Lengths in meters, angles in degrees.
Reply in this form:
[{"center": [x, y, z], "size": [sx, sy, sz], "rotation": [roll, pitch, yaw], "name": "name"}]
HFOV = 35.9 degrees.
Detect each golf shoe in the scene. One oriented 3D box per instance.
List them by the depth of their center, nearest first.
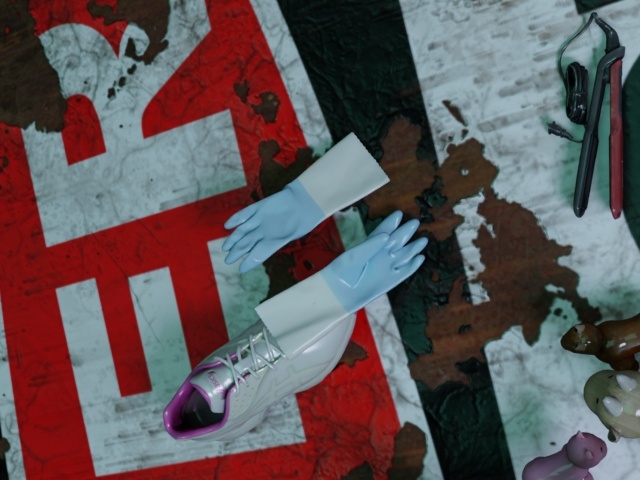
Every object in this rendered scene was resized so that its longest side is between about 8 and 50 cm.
[{"center": [-0.078, 0.162, 1.256], "size": [0.306, 0.140, 0.115], "rotation": [-46, 72, 19], "name": "golf shoe"}]

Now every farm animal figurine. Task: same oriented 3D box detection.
[{"center": [0.333, 0.210, 0.963], "size": [0.327, 0.172, 0.330], "rotation": [5, 72, 36], "name": "farm animal figurine"}]

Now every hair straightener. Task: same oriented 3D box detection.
[{"center": [0.293, -0.138, 1.105], "size": [0.089, 0.047, 0.230], "rotation": [1, 93, 26], "name": "hair straightener"}]

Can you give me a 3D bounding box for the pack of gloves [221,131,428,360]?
[{"center": [0.000, 0.000, 1.208], "size": [0.232, 0.046, 0.195], "rotation": [-35, 75, -1], "name": "pack of gloves"}]
